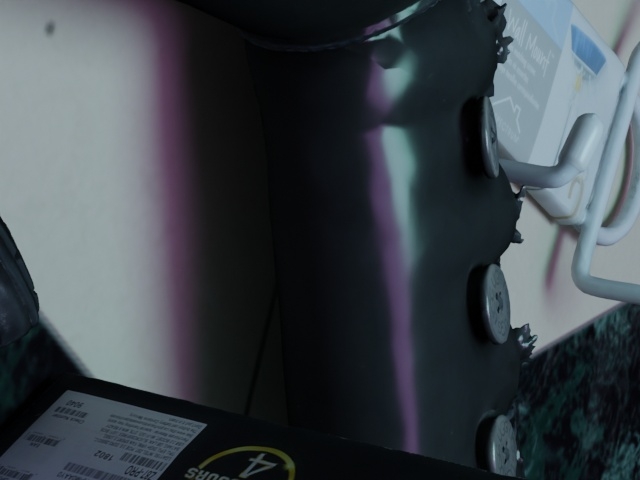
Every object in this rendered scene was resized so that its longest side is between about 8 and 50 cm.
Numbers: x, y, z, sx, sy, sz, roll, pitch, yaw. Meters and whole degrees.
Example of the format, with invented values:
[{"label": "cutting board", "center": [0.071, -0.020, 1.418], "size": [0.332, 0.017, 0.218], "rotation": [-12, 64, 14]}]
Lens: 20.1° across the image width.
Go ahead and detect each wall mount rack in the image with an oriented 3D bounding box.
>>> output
[{"label": "wall mount rack", "center": [0.195, -0.135, 1.100], "size": [0.350, 0.130, 0.304], "rotation": [37, 67, -53]}]

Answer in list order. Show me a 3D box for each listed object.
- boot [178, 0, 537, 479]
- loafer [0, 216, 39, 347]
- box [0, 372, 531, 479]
[{"label": "boot", "center": [0.001, -0.001, 0.821], "size": [0.367, 0.146, 0.445], "rotation": [-35, 128, -58]}, {"label": "loafer", "center": [-0.177, -0.024, 0.657], "size": [0.078, 0.076, 0.223], "rotation": [-38, 139, -6]}, {"label": "box", "center": [0.057, 0.231, 0.754], "size": [0.097, 0.395, 0.318], "rotation": [-48, 134, -39]}]
